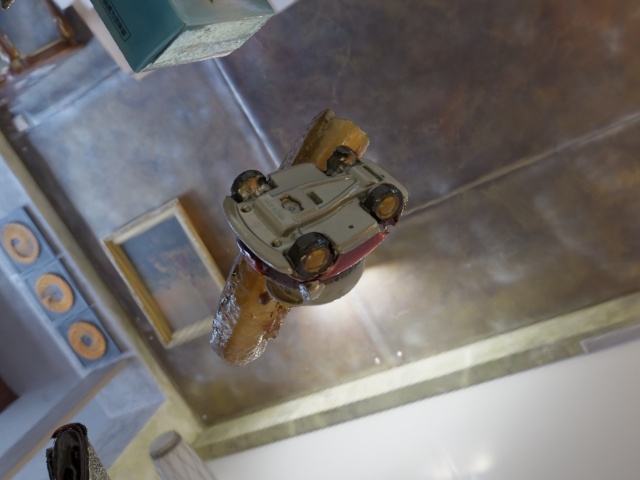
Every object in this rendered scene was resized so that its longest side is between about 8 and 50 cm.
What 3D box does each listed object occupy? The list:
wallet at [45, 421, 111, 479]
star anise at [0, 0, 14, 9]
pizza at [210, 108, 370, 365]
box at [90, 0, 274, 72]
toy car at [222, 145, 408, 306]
[{"bbox_3d":[-0.353,0.440,1.031,0.072,0.220,0.262,-22,-154,-17],"label":"wallet"},{"bbox_3d":[-0.302,-0.333,0.726,0.182,0.065,0.195,-40,-143,24],"label":"star anise"},{"bbox_3d":[-0.040,0.004,0.782,0.408,0.114,0.277,-59,-177,36],"label":"pizza"},{"bbox_3d":[-0.161,-0.279,0.598,0.083,0.232,0.143,-26,-174,36],"label":"box"},{"bbox_3d":[0.000,0.000,0.535,0.139,0.112,0.112,-25,-133,-22],"label":"toy car"}]
